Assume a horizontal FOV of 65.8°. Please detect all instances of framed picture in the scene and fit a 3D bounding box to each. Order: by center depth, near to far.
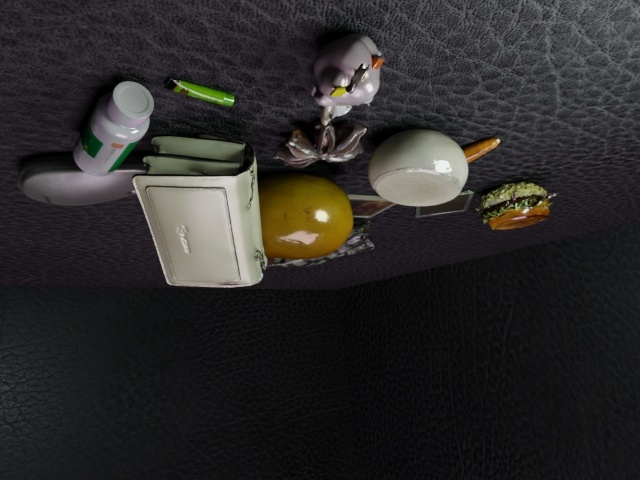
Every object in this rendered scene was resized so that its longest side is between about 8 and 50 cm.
[{"bbox_3d":[0.101,-0.117,1.699,0.290,0.020,0.211,1,165,-27],"label":"framed picture"},{"bbox_3d":[0.446,-0.131,1.808,0.197,0.014,0.252,-8,168,9],"label":"framed picture"}]

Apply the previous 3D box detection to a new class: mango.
[{"bbox_3d":[-0.132,-0.064,1.364,0.446,0.232,0.300,-1,171,7],"label":"mango"}]

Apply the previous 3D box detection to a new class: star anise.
[{"bbox_3d":[-0.001,-0.214,1.091,0.212,0.073,0.197,-8,171,-6],"label":"star anise"}]

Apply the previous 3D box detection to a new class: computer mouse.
[{"bbox_3d":[-0.525,-0.133,1.164,0.331,0.094,0.197,-4,172,-7],"label":"computer mouse"}]

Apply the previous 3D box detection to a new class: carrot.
[{"bbox_3d":[0.358,-0.210,1.330,0.066,0.062,0.271,33,149,-15],"label":"carrot"}]

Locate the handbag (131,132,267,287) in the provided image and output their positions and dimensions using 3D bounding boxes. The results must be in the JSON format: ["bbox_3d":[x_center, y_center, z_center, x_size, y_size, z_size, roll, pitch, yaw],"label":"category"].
[{"bbox_3d":[-0.252,-0.054,1.130,0.237,0.160,0.358,6,137,4],"label":"handbag"}]

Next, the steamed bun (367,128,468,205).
[{"bbox_3d":[0.230,-0.183,1.174,0.232,0.145,0.232,7,162,2],"label":"steamed bun"}]

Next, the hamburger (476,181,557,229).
[{"bbox_3d":[0.662,-0.121,1.674,0.262,0.138,0.243,-11,168,22],"label":"hamburger"}]

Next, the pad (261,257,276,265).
[{"bbox_3d":[-0.265,-0.013,1.505,0.202,0.299,0.005,-1,126,-21],"label":"pad"}]

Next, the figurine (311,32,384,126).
[{"bbox_3d":[0.041,-0.265,0.819,0.137,0.111,0.229,-32,178,-10],"label":"figurine"}]

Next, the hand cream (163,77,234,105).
[{"bbox_3d":[-0.213,-0.264,0.880,0.122,0.023,0.036,7,165,-34],"label":"hand cream"}]

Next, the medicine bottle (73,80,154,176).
[{"bbox_3d":[-0.383,-0.201,0.914,0.095,0.095,0.260,4,165,-38],"label":"medicine bottle"}]

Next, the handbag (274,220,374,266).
[{"bbox_3d":[0.000,0.000,1.834,0.327,0.162,0.325,-16,171,25],"label":"handbag"}]
